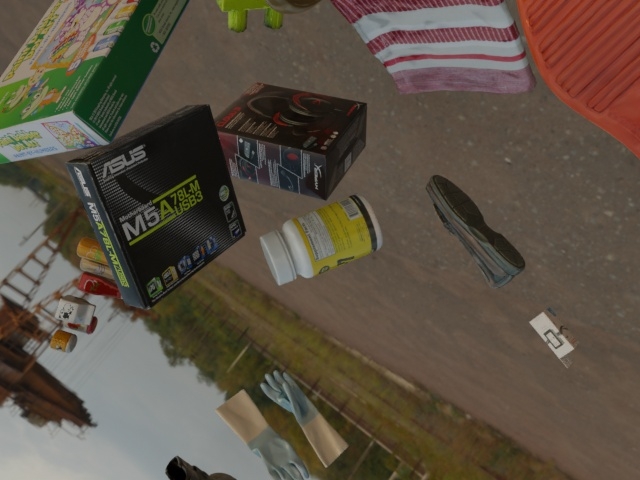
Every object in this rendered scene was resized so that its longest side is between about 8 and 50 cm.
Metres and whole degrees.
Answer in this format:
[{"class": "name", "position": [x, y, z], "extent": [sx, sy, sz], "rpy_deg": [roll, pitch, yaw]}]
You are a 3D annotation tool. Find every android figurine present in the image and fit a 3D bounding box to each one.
[{"class": "android figurine", "position": [-0.123, -0.553, 1.158], "extent": [0.272, 0.248, 0.056], "rpy_deg": [100, 149, -47]}]

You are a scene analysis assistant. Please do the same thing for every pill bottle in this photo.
[{"class": "pill bottle", "position": [0.000, 0.000, 1.090], "extent": [0.119, 0.209, 0.119], "rpy_deg": [158, 90, -80]}]

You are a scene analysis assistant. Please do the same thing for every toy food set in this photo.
[{"class": "toy food set", "position": [-0.437, 0.114, 1.141], "extent": [0.105, 0.232, 0.111], "rpy_deg": [18, -176, -5]}]

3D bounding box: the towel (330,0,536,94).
[{"class": "towel", "position": [0.163, -0.308, 0.850], "extent": [0.237, 0.037, 0.329], "rpy_deg": [8, 167, 33]}]

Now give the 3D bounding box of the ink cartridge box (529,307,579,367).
[{"class": "ink cartridge box", "position": [0.352, 0.143, 0.861], "extent": [0.083, 0.028, 0.048], "rpy_deg": [54, -152, 17]}]

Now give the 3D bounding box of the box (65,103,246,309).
[{"class": "box", "position": [-0.181, -0.045, 0.692], "extent": [0.045, 0.191, 0.184], "rpy_deg": [9, 123, 32]}]

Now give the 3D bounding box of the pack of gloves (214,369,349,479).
[{"class": "pack of gloves", "position": [-0.067, 0.373, 1.180], "extent": [0.232, 0.195, 0.046], "rpy_deg": [46, 129, 14]}]

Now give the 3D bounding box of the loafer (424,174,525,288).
[{"class": "loafer", "position": [0.296, -0.017, 1.188], "extent": [0.267, 0.096, 0.084], "rpy_deg": [52, 130, 22]}]

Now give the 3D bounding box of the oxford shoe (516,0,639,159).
[{"class": "oxford shoe", "position": [0.239, -0.121, 0.418], "extent": [0.097, 0.098, 0.271], "rpy_deg": [-41, 74, 46]}]

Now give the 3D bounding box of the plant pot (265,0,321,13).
[{"class": "plant pot", "position": [-0.020, -0.533, 1.083], "extent": [0.032, 0.236, 0.236], "rpy_deg": [39, 169, 24]}]

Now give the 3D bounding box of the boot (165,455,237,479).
[{"class": "boot", "position": [-0.240, 0.482, 1.166], "extent": [0.161, 0.083, 0.246], "rpy_deg": [45, 162, -11]}]

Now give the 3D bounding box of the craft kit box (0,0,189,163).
[{"class": "craft kit box", "position": [-0.282, -0.210, 0.678], "extent": [0.247, 0.249, 0.061], "rpy_deg": [-4, 147, 38]}]

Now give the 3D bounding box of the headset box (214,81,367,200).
[{"class": "headset box", "position": [-0.079, -0.213, 1.186], "extent": [0.293, 0.218, 0.110], "rpy_deg": [16, 134, 19]}]
